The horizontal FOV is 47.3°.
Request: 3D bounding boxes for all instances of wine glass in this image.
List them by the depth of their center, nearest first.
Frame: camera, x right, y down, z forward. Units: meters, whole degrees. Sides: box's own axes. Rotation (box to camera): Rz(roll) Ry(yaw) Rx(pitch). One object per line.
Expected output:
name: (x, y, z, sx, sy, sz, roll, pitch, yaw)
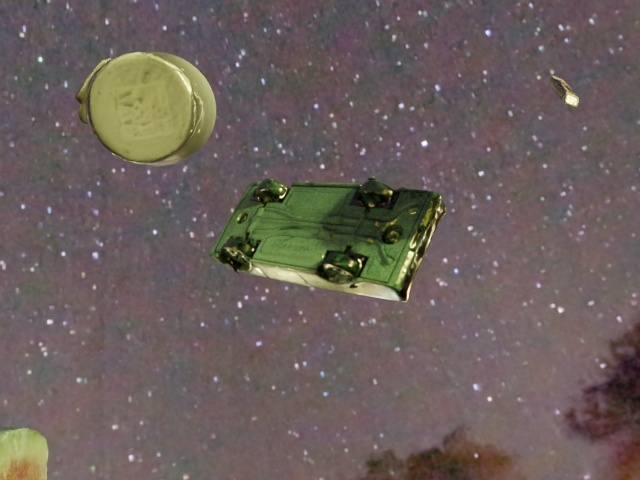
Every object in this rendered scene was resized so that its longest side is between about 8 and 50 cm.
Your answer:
wine glass: (-0.160, -0.130, 0.725, 0.111, 0.111, 0.204, -16, 9, 0)

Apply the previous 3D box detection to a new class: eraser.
eraser: (0.392, -0.241, 1.176, 0.027, 0.099, 0.019, 21, -62, -12)

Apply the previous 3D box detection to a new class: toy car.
toy car: (0.000, 0.000, 0.925, 0.320, 0.141, 0.097, 6, -29, 42)

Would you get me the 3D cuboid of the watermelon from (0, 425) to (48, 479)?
watermelon: (-0.427, 0.351, 0.824, 0.228, 0.258, 0.387, -13, -2, -13)
